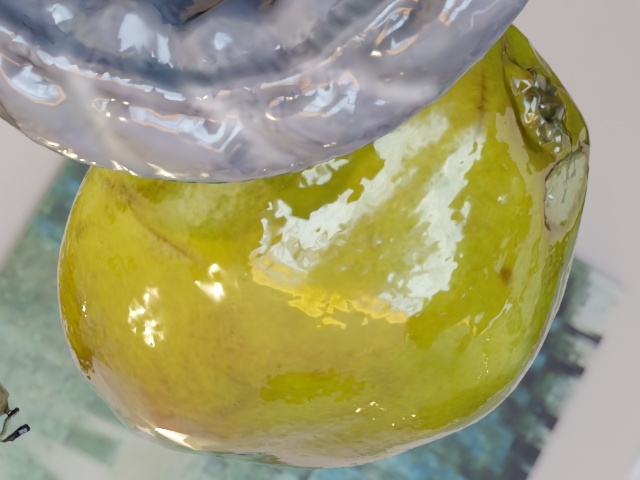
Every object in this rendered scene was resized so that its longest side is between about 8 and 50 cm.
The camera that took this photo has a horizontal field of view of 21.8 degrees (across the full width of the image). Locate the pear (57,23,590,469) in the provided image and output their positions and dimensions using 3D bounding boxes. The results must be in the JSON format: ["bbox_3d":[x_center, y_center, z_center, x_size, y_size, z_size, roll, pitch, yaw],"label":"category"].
[{"bbox_3d":[0.000,0.000,0.923,0.269,0.269,0.321,34,126,-21],"label":"pear"}]

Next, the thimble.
[{"bbox_3d":[-0.044,-0.136,0.465,0.236,0.205,0.172,17,-161,-4],"label":"thimble"}]

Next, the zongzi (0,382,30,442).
[{"bbox_3d":[-0.312,0.128,1.115,0.205,0.204,0.094,36,-154,18],"label":"zongzi"}]
